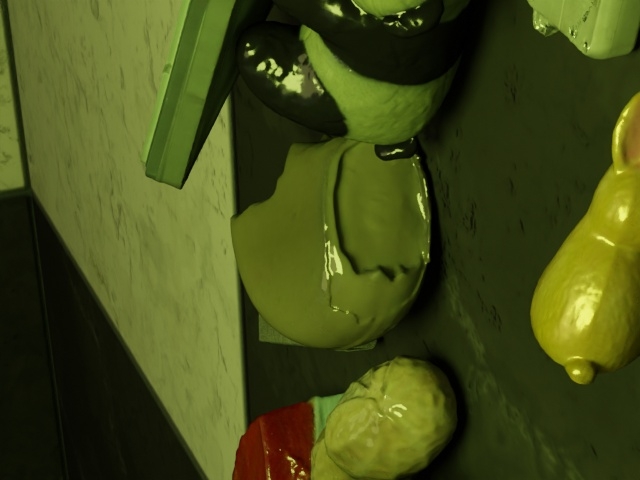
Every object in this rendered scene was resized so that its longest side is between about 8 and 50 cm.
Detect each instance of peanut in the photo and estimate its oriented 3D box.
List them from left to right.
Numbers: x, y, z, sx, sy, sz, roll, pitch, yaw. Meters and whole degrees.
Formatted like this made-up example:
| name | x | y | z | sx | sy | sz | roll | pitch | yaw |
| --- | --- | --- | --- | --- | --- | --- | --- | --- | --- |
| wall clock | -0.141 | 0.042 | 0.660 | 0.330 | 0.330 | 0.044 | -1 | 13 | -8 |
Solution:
| name | x | y | z | sx | sy | sz | roll | pitch | yaw |
| --- | --- | --- | --- | --- | --- | --- | --- | --- | --- |
| peanut | 0.047 | 0.165 | 1.032 | 0.090 | 0.098 | 0.214 | 44 | 151 | 13 |

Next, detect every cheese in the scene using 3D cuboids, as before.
| name | x | y | z | sx | sy | sz | roll | pitch | yaw |
| --- | --- | --- | --- | --- | --- | --- | --- | --- | --- |
| cheese | 0.000 | 0.000 | 1.012 | 0.202 | 0.091 | 0.175 | -5 | 85 | 57 |

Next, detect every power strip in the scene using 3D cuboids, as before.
| name | x | y | z | sx | sy | sz | roll | pitch | yaw |
| --- | --- | --- | --- | --- | --- | --- | --- | --- | --- |
| power strip | 0.151 | -0.188 | 0.662 | 0.081 | 0.035 | 0.192 | -126 | 31 | -45 |

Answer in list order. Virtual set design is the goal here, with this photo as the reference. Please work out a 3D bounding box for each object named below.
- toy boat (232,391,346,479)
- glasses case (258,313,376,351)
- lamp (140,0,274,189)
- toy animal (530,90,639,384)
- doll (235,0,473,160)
| name | x | y | z | sx | sy | sz | roll | pitch | yaw |
| --- | --- | --- | --- | --- | --- | --- | --- | --- | --- |
| toy boat | -0.013 | 0.300 | 1.237 | 0.145 | 0.133 | 0.332 | -136 | 50 | -63 |
| glasses case | -0.006 | 0.065 | 1.178 | 0.205 | 0.047 | 0.071 | 173 | 96 | -69 |
| lamp | -0.055 | -0.204 | 0.956 | 0.266 | 0.047 | 0.269 | 120 | 173 | -58 |
| toy animal | 0.165 | -0.006 | 0.680 | 0.083 | 0.070 | 0.159 | -55 | -18 | -62 |
| doll | 0.039 | -0.159 | 0.839 | 0.135 | 0.143 | 0.234 | 37 | 146 | 13 |
